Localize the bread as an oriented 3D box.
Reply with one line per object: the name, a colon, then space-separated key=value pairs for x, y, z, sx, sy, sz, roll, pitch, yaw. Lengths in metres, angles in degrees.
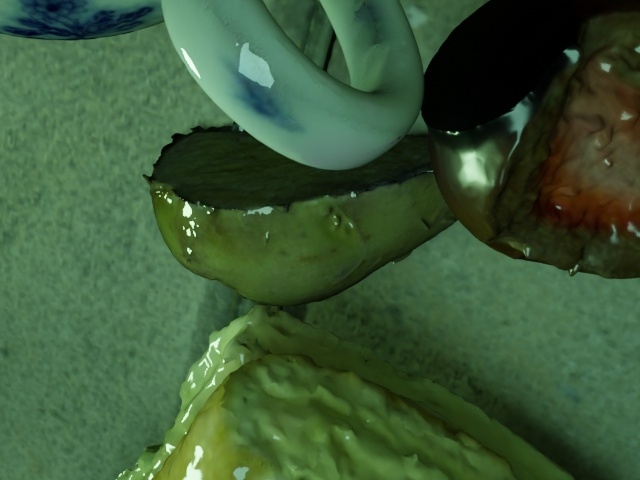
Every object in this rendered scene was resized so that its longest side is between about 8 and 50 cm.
bread: x=-0.033 y=0.225 z=0.672 sx=0.236 sy=0.165 sz=0.375 roll=29 pitch=121 yaw=-12

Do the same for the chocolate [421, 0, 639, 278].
chocolate: x=0.117 y=-0.041 z=0.541 sx=0.124 sy=0.127 sz=0.133 roll=-21 pitch=123 yaw=36

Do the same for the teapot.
teapot: x=-0.115 y=-0.192 z=0.471 sx=0.424 sy=0.280 sz=0.252 roll=47 pitch=120 yaw=-5

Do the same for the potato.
potato: x=0.000 y=0.000 z=0.617 sx=0.172 sy=0.100 sz=0.089 roll=2 pitch=117 yaw=16
